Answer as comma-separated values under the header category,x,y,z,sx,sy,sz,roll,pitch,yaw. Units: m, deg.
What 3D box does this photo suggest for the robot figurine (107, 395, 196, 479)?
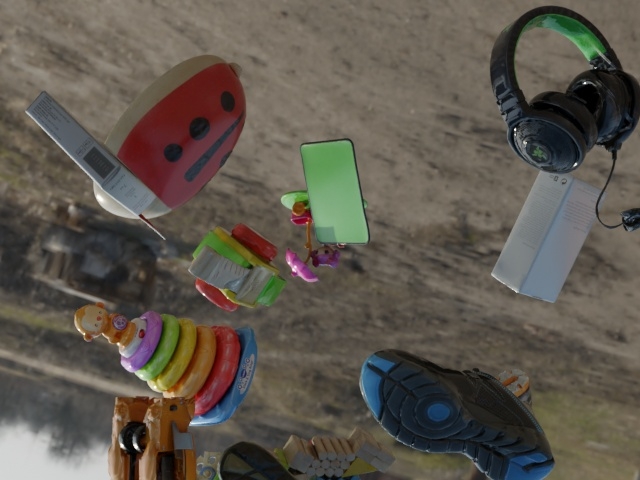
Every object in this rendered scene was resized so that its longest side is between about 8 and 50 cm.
category,x,y,z,sx,sy,sz,roll,pitch,yaw
robot figurine,-0.243,0.374,1.400,0.085,0.291,0.211,5,171,-40

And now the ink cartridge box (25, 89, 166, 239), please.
category,x,y,z,sx,sy,sz,roll,pitch,yaw
ink cartridge box,-0.405,-0.140,1.817,0.275,0.060,0.239,41,177,30

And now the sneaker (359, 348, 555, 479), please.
category,x,y,z,sx,sy,sz,roll,pitch,yaw
sneaker,0.199,0.250,1.453,0.340,0.140,0.125,33,119,-19

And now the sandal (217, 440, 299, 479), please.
category,x,y,z,sx,sy,sz,roll,pitch,yaw
sandal,-0.056,0.457,1.611,0.303,0.120,0.086,53,163,-1

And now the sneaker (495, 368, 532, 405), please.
category,x,y,z,sx,sy,sz,roll,pitch,yaw
sneaker,0.307,0.330,1.794,0.083,0.214,0.084,61,179,-30

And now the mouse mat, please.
category,x,y,z,sx,sy,sz,roll,pitch,yaw
mouse mat,0.024,-0.085,1.708,0.007,0.190,0.152,-19,-168,-36

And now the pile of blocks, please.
category,x,y,z,sx,sy,sz,roll,pitch,yaw
pile of blocks,-0.026,0.487,2.075,0.362,0.149,0.112,-3,-167,-10

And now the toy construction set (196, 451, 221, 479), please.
category,x,y,z,sx,sy,sz,roll,pitch,yaw
toy construction set,-0.223,0.490,1.818,0.215,0.151,0.328,24,174,13

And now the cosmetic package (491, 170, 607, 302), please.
category,x,y,z,sx,sy,sz,roll,pitch,yaw
cosmetic package,0.419,-0.012,1.763,0.117,0.231,0.085,18,-168,-40

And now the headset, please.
category,x,y,z,sx,sy,sz,roll,pitch,yaw
headset,0.434,-0.199,1.543,0.243,0.394,0.185,-27,-179,-29

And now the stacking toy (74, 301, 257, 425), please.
category,x,y,z,sx,sy,sz,roll,pitch,yaw
stacking toy,-0.269,0.178,1.592,0.301,0.175,0.165,30,152,-28

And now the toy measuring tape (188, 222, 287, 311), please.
category,x,y,z,sx,sy,sz,roll,pitch,yaw
toy measuring tape,-0.130,0.025,1.237,0.121,0.121,0.330,13,175,15

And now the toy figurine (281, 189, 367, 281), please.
category,x,y,z,sx,sy,sz,roll,pitch,yaw
toy figurine,0.000,0.000,1.823,0.173,0.159,0.130,0,162,22

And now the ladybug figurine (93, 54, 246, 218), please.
category,x,y,z,sx,sy,sz,roll,pitch,yaw
ladybug figurine,-0.319,-0.223,2.182,0.162,0.449,0.305,37,176,26
